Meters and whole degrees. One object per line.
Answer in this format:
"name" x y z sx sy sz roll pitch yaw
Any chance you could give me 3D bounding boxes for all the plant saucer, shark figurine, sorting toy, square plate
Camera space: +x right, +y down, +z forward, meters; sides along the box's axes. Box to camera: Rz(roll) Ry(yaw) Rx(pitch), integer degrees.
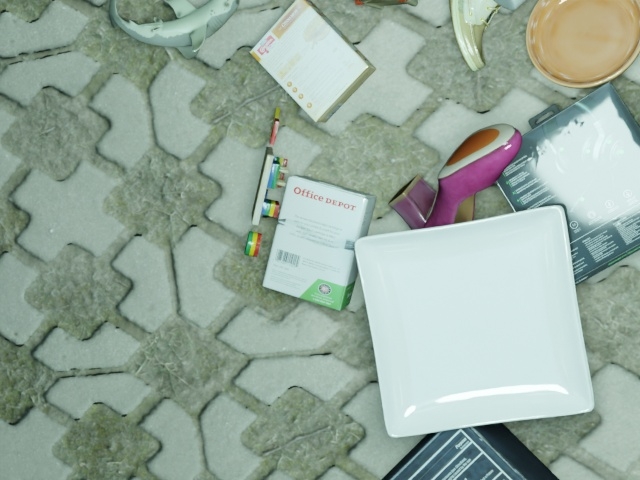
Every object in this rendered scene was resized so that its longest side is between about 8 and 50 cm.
"plant saucer" 0.451 -0.352 1.588 0.199 0.037 0.200 -4 80 25
"shark figurine" -0.291 -0.396 1.805 0.278 0.116 0.166 -1 62 9
"sorting toy" -0.091 -0.109 1.759 0.046 0.132 0.275 12 101 -7
"square plate" 0.254 0.136 1.559 0.347 0.049 0.344 -9 94 9

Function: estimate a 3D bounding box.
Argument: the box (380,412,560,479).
"box" 0.265 0.487 1.678 0.294 0.182 0.296 45 104 8

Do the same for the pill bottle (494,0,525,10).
"pill bottle" 0.385 -0.566 1.465 0.392 0.224 0.224 -43 83 6

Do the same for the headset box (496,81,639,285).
"headset box" 0.447 -0.099 1.587 0.246 0.131 0.283 -33 86 18

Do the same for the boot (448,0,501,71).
"boot" 0.310 -0.412 1.623 0.165 0.077 0.213 -10 85 18

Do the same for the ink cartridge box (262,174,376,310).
"ink cartridge box" 0.000 0.000 1.755 0.160 0.092 0.220 17 100 14

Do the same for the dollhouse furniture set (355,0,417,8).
"dollhouse furniture set" 0.113 -0.538 1.606 0.262 0.135 0.259 3 94 30

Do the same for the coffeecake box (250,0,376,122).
"coffeecake box" -0.014 -0.334 1.737 0.142 0.068 0.185 -45 82 17

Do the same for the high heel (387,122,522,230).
"high heel" 0.264 -0.067 1.562 0.181 0.377 0.127 44 68 -6
